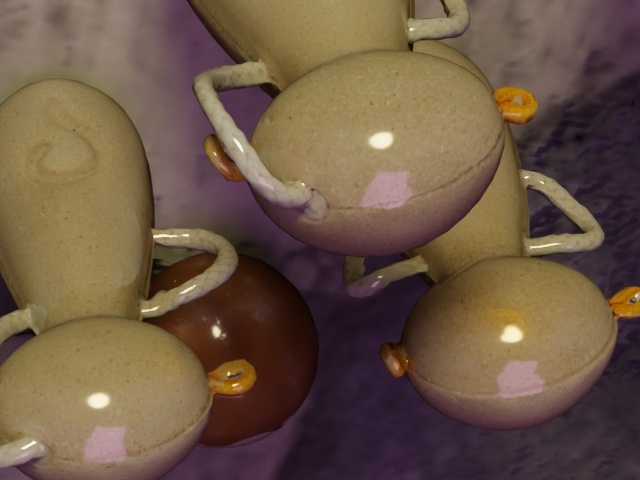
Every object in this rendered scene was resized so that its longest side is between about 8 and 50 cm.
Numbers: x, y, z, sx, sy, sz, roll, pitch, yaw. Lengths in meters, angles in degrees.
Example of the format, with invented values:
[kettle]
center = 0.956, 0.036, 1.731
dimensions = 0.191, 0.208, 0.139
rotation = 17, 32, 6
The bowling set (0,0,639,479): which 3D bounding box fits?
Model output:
[bowling set]
center = 0.000, 0.000, 0.454
dimensions = 0.287, 0.154, 0.200
rotation = -12, 130, -6
